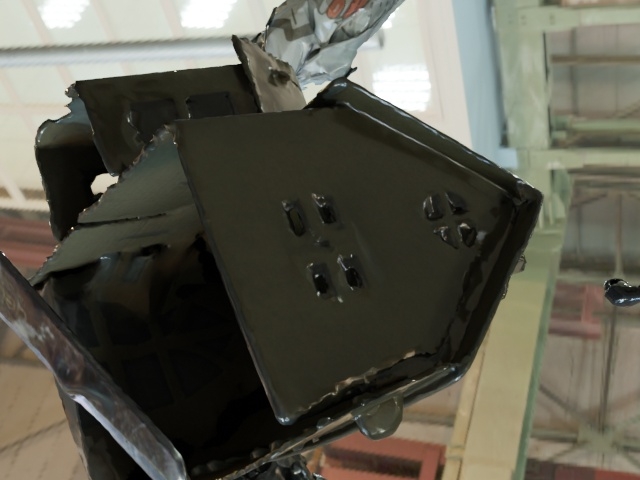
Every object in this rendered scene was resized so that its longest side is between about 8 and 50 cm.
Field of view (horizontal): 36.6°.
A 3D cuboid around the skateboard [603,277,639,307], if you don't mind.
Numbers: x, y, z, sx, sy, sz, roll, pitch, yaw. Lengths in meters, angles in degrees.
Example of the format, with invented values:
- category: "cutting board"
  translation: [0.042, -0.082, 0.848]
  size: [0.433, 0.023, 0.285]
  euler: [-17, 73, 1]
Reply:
- category: "skateboard"
  translation: [0.230, 0.018, 0.503]
  size: [0.151, 0.067, 0.080]
  euler: [-7, -136, -32]

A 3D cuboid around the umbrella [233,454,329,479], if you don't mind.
- category: "umbrella"
  translation: [-0.033, 0.267, 0.872]
  size: [0.154, 0.336, 0.128]
  euler: [-30, -137, 14]

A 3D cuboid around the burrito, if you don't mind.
- category: "burrito"
  translation: [0.046, -0.274, 1.039]
  size: [0.139, 0.101, 0.445]
  euler: [-28, -161, 47]

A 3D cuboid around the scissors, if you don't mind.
- category: "scissors"
  translation: [-0.154, -0.013, 0.379]
  size: [0.317, 0.160, 0.024]
  euler: [40, -143, 26]

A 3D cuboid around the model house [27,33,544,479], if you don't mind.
- category: "model house"
  translation: [0.000, 0.000, 0.497]
  size: [0.243, 0.211, 0.204]
  euler: [-12, -104, -38]
